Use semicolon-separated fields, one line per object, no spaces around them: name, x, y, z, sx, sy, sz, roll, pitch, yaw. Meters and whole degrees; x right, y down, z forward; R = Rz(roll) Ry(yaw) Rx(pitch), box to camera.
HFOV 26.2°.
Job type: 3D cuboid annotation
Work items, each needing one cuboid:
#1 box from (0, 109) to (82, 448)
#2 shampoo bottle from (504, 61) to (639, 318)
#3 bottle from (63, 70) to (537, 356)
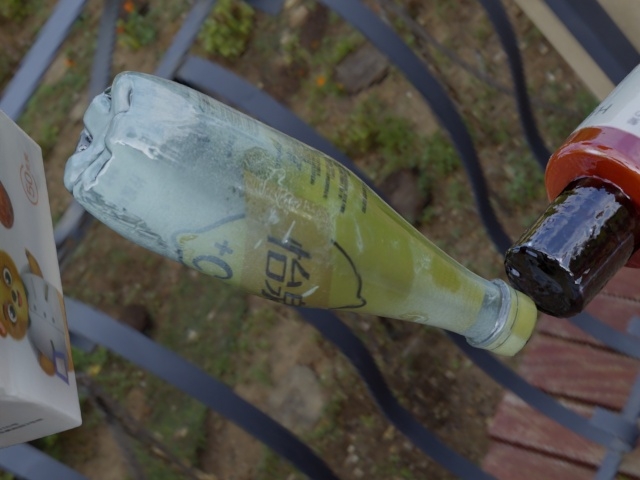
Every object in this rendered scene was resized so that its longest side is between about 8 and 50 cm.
box;-0.282;-0.009;0.806;0.143;0.341;0.225;-17;67;8
shampoo bottle;0.224;-0.055;0.921;0.104;0.104;0.278;9;45;48
bottle;0.000;0.000;0.717;0.083;0.269;0.083;-44;31;36
